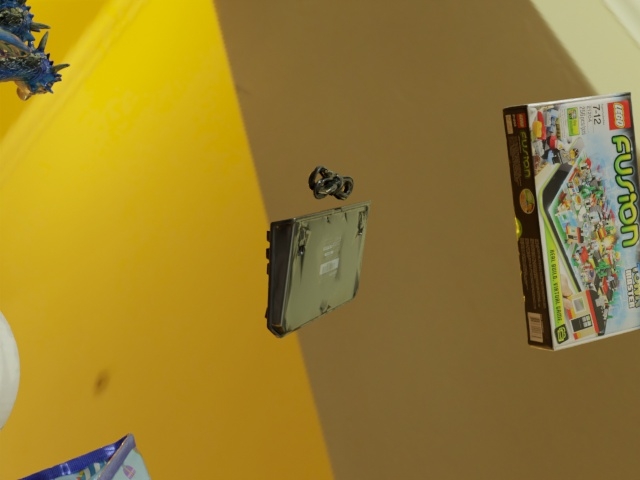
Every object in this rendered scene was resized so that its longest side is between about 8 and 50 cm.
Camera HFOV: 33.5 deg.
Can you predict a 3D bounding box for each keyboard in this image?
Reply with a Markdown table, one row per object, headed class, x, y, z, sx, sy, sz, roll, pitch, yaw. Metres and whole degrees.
| class | x | y | z | sx | sy | sz | roll | pitch | yaw |
| --- | --- | --- | --- | --- | --- | --- | --- | --- | --- |
| keyboard | 0.000 | 0.000 | 0.744 | 0.023 | 0.180 | 0.108 | 10 | -81 | 16 |

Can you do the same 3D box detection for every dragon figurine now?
| class | x | y | z | sx | sy | sz | roll | pitch | yaw |
| --- | --- | --- | --- | --- | --- | --- | --- | --- | --- |
| dragon figurine | -0.250 | -0.134 | 0.691 | 0.144 | 0.085 | 0.289 | -37 | 177 | -6 |

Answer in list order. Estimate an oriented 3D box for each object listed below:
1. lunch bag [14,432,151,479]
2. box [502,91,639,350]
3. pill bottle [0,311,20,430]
| class | x | y | z | sx | sy | sz | roll | pitch | yaw |
| --- | --- | --- | --- | --- | --- | --- | --- | --- | --- |
| lunch bag | -0.151 | 0.281 | 0.714 | 0.138 | 0.221 | 0.293 | -21 | -176 | -8 |
| box | 0.222 | -0.019 | 0.912 | 0.036 | 0.114 | 0.207 | 5 | -76 | 64 |
| pill bottle | -0.211 | 0.051 | 0.430 | 0.121 | 0.121 | 0.221 | -64 | 170 | -5 |
